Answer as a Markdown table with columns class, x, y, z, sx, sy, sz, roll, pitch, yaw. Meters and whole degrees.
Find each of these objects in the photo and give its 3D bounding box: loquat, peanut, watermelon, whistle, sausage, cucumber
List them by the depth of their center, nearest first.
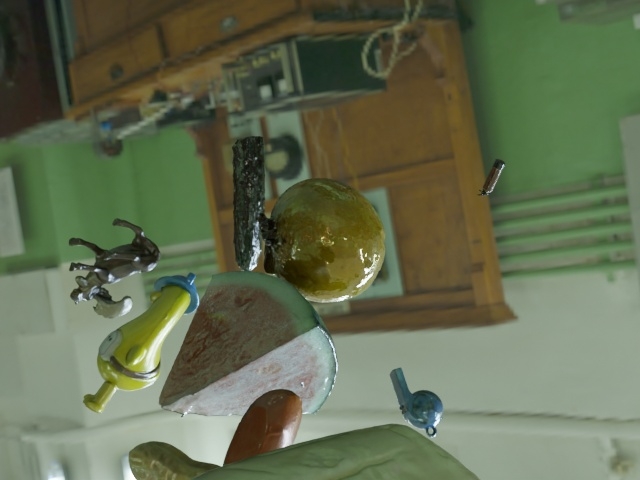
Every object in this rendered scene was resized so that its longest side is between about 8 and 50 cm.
| class | x | y | z | sx | sy | sz | roll | pitch | yaw |
| --- | --- | --- | --- | --- | --- | --- | --- | --- | --- |
| sausage | -0.086 | 0.295 | 1.494 | 0.089 | 0.179 | 0.089 | 24 | 177 | 1 |
| watermelon | -0.125 | 0.169 | 1.779 | 0.283 | 0.250 | 0.292 | 35 | -153 | 24 |
| loquat | 0.000 | 0.000 | 1.890 | 0.244 | 0.244 | 0.244 | -10 | 180 | 0 |
| whistle | 0.210 | 0.337 | 2.183 | 0.090 | 0.158 | 0.090 | -16 | 164 | -5 |
| cucumber | -0.158 | -0.081 | 2.311 | 0.072 | 0.303 | 0.081 | -1 | 179 | -24 |
| peanut | -0.310 | 0.568 | 2.447 | 0.313 | 0.149 | 0.149 | 26 | -174 | 8 |

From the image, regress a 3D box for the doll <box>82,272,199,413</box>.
| class | x | y | z | sx | sy | sz | roll | pitch | yaw |
| --- | --- | --- | --- | --- | --- | --- | --- | --- | --- |
| doll | -0.383 | 0.220 | 2.268 | 0.363 | 0.145 | 0.199 | -54 | -168 | -4 |

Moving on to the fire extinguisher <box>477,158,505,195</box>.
| class | x | y | z | sx | sy | sz | roll | pitch | yaw |
| --- | --- | --- | --- | --- | --- | --- | --- | --- | --- |
| fire extinguisher | 0.337 | -0.122 | 2.059 | 0.028 | 0.083 | 0.022 | 16 | -149 | -10 |

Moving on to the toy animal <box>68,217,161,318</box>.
| class | x | y | z | sx | sy | sz | roll | pitch | yaw |
| --- | --- | --- | --- | --- | --- | --- | --- | --- | --- |
| toy animal | -0.373 | 0.061 | 1.838 | 0.214 | 0.093 | 0.186 | -20 | 151 | 15 |

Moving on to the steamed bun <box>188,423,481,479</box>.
| class | x | y | z | sx | sy | sz | roll | pitch | yaw |
| --- | --- | --- | --- | --- | --- | --- | --- | --- | --- |
| steamed bun | 0.069 | 0.417 | 1.070 | 0.371 | 0.290 | 0.456 | -10 | -142 | -32 |
